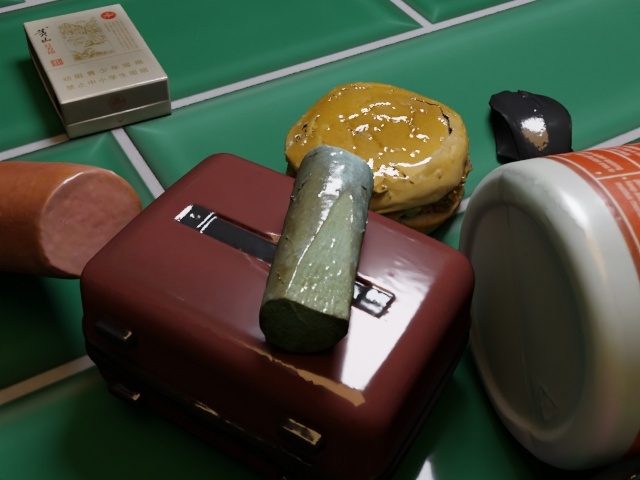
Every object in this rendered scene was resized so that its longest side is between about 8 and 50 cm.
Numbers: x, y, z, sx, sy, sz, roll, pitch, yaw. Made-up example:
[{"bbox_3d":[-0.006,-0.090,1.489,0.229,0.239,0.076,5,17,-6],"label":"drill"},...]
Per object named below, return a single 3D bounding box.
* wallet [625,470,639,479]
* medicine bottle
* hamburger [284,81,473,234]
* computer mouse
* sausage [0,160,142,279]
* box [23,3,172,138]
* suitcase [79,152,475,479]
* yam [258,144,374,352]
[{"bbox_3d":[0.179,0.232,0.561,0.230,0.124,0.042,-22,46,-24],"label":"wallet"},{"bbox_3d":[0.269,0.044,0.661,0.240,0.253,0.253,-9,47,-11],"label":"medicine bottle"},{"bbox_3d":[0.066,-0.089,0.888,0.213,0.108,0.214,-2,44,2],"label":"hamburger"},{"bbox_3d":[0.263,-0.150,0.987,0.099,0.057,0.172,-3,43,-4],"label":"computer mouse"},{"bbox_3d":[-0.289,-0.022,0.753,0.259,0.114,0.113,4,38,40],"label":"sausage"},{"bbox_3d":[-0.291,-0.225,1.027,0.141,0.058,0.201,-20,51,-21],"label":"box"},{"bbox_3d":[-0.033,0.068,0.684,0.297,0.161,0.236,23,48,20],"label":"suitcase"},{"bbox_3d":[0.000,0.000,0.591,0.068,0.068,0.169,8,45,4],"label":"yam"}]
